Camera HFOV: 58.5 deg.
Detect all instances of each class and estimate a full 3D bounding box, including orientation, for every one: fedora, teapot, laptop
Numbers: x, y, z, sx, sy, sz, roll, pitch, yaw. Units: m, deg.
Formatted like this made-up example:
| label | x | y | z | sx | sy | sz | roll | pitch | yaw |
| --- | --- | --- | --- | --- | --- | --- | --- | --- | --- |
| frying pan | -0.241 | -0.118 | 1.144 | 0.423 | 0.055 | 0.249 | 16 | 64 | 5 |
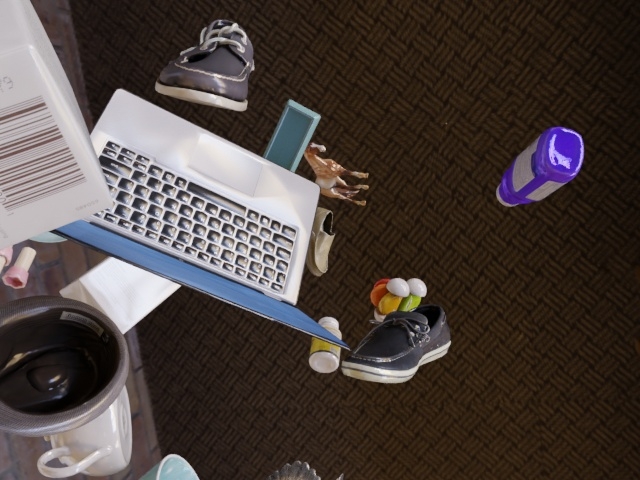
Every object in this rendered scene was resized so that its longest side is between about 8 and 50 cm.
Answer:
| label | x | y | z | sx | sy | sz | roll | pitch | yaw |
| --- | --- | --- | --- | --- | --- | --- | --- | --- | --- |
| fedora | -0.467 | 0.222 | 0.959 | 0.244 | 0.275 | 0.124 | 50 | 127 | 9 |
| teapot | -0.566 | 0.453 | 1.377 | 0.186 | 0.256 | 0.253 | -7 | 60 | -13 |
| laptop | -0.147 | -0.059 | 0.783 | 0.381 | 0.408 | 0.236 | 25 | 142 | -18 |

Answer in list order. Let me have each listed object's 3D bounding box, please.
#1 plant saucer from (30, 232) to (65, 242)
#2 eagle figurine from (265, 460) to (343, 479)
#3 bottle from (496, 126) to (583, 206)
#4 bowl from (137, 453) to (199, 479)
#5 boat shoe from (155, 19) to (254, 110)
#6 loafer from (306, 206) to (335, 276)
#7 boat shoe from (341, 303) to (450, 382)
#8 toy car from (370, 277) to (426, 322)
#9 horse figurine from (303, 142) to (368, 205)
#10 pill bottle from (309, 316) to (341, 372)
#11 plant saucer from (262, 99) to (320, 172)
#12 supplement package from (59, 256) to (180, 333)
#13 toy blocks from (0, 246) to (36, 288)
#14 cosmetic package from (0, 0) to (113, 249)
| label | x | y | z | sx | sy | sz | roll | pitch | yaw |
| --- | --- | --- | --- | --- | --- | --- | --- | --- | --- |
| plant saucer | -0.618 | -0.067 | 1.320 | 0.194 | 0.195 | 0.037 | 31 | 142 | 5 |
| eagle figurine | -0.056 | 0.615 | 1.149 | 0.226 | 0.225 | 0.299 | -4 | 81 | 17 |
| bottle | 0.477 | -0.147 | 1.277 | 0.092 | 0.283 | 0.118 | 14 | 75 | -1 |
| bowl | -0.382 | 0.689 | 1.347 | 0.163 | 0.311 | 0.312 | -22 | 96 | 1 |
| boat shoe | -0.093 | -0.156 | 0.489 | 0.075 | 0.206 | 0.065 | 12 | 110 | -10 |
| loafer | 0.000 | 0.000 | 1.186 | 0.050 | 0.056 | 0.148 | -7 | 82 | 34 |
| boat shoe | 0.217 | 0.275 | 1.579 | 0.186 | 0.500 | 0.156 | 4 | 97 | 36 |
| toy car | 0.239 | 0.181 | 1.845 | 0.136 | 0.181 | 0.159 | 45 | 121 | 44 |
| horse figurine | 0.042 | -0.166 | 1.544 | 0.174 | 0.263 | 0.066 | 15 | 74 | 11 |
| pill bottle | 0.019 | 0.357 | 1.980 | 0.103 | 0.184 | 0.103 | 3 | 129 | 4 |
| plant saucer | -0.070 | -0.154 | 1.040 | 0.067 | 0.018 | 0.192 | 28 | 108 | 3 |
| supplement package | -0.504 | 0.105 | 1.539 | 0.175 | 0.293 | 0.178 | -22 | 106 | 48 |
| toy blocks | -1.004 | 0.044 | 1.572 | 0.288 | 0.260 | 0.309 | 4 | 139 | 1 |
| cosmetic package | -0.277 | -0.106 | 0.442 | 0.151 | 0.151 | 0.184 | -24 | 51 | -14 |
